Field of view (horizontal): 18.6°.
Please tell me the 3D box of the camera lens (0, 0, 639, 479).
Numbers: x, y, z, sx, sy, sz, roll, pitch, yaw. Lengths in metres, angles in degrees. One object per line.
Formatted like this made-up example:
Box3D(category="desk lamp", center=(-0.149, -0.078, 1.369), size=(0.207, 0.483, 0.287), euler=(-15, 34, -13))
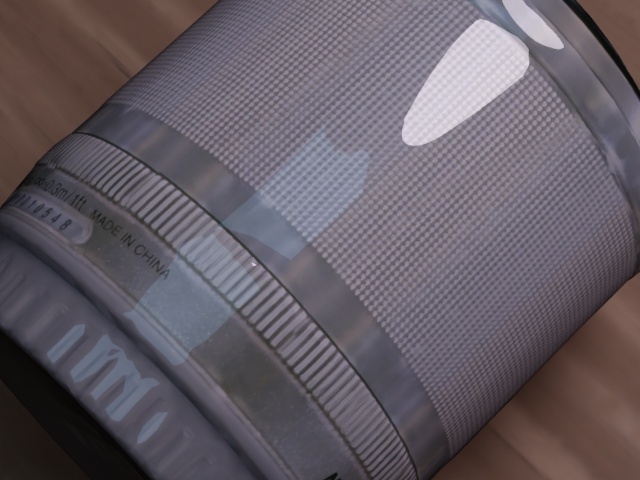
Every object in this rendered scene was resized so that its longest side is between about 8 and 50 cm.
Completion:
Box3D(category="camera lens", center=(0.000, 0.000, 0.865), size=(0.274, 0.219, 0.219), euler=(-43, 65, -15))
